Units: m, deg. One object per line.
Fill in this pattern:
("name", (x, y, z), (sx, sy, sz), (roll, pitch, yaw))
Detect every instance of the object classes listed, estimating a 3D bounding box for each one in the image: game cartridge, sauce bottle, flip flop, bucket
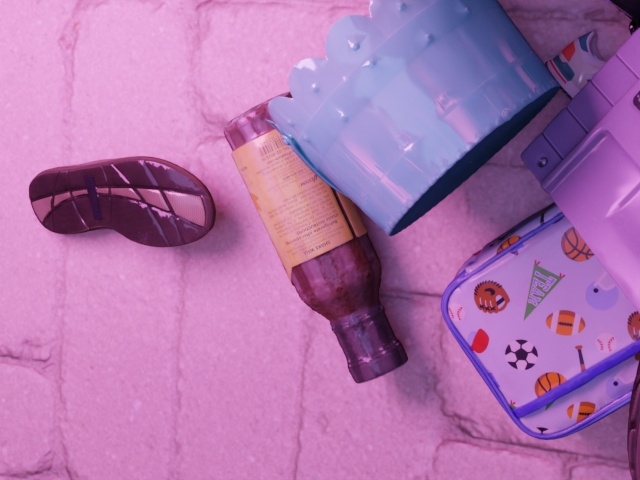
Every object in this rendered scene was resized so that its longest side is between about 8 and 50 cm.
("game cartridge", (0.350, -0.053, 1.145), (0.230, 0.068, 0.355), (-52, 40, 23))
("sauce bottle", (0.000, 0.000, 1.427), (0.111, 0.111, 0.344), (-24, 90, 20))
("flip flop", (-0.243, -0.053, 1.520), (0.277, 0.080, 0.112), (0, 105, 33))
("bucket", (0.103, -0.148, 1.288), (0.281, 0.281, 0.183), (-43, 83, 19))

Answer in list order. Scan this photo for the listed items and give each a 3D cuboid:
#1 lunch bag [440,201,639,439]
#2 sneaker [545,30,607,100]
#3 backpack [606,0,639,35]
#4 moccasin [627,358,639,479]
("lunch bag", (0.307, 0.070, 1.343), (0.303, 0.115, 0.243), (-33, 91, 21))
("sneaker", (0.318, -0.158, 1.317), (0.075, 0.057, 0.161), (-44, 69, 18))
("backpack", (0.313, -0.297, 1.233), (0.115, 0.182, 0.152), (49, 117, 31))
("moccasin", (0.408, 0.082, 1.197), (0.147, 0.139, 0.380), (23, 88, 14))
